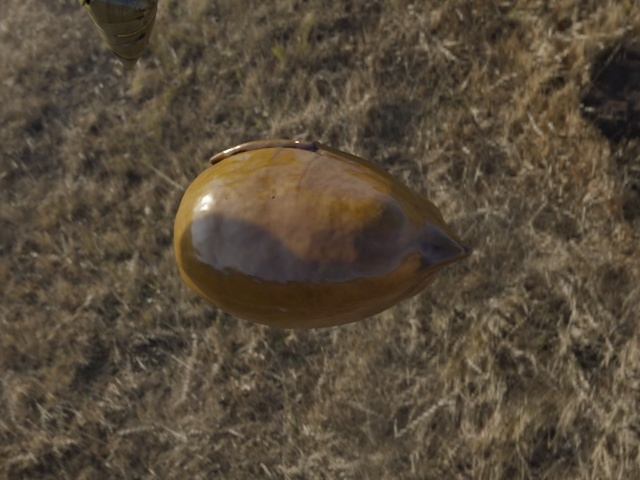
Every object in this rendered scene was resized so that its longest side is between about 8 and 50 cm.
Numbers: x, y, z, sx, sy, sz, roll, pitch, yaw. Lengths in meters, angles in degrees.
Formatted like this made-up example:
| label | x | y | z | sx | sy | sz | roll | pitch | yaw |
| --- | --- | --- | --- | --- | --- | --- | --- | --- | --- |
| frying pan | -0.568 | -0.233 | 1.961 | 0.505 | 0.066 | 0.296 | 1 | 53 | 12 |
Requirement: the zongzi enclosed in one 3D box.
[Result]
| label | x | y | z | sx | sy | sz | roll | pitch | yaw |
| --- | --- | --- | --- | --- | --- | --- | --- | --- | --- |
| zongzi | -0.218 | -0.302 | 0.994 | 0.081 | 0.178 | 0.189 | -1 | 78 | -7 |

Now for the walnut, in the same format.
| label | x | y | z | sx | sy | sz | roll | pitch | yaw |
| --- | --- | --- | --- | --- | --- | --- | --- | --- | --- |
| walnut | 0.000 | 0.000 | 0.956 | 0.336 | 0.209 | 0.209 | 7 | 59 | 28 |
